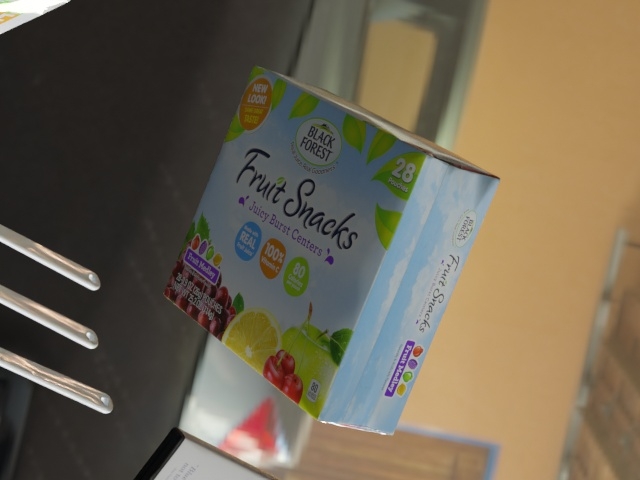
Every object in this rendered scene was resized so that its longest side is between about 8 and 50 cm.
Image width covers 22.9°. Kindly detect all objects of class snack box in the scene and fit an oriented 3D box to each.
[{"bbox_3d":[0.000,0.000,1.008,0.207,0.070,0.174,34,-76,50],"label":"snack box"}]

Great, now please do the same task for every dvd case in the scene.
[{"bbox_3d":[-0.119,0.304,1.604,0.180,0.022,0.253,-53,136,2],"label":"dvd case"}]

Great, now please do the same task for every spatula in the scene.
[{"bbox_3d":[-0.249,0.038,1.243,0.242,0.019,0.168,31,38,-46],"label":"spatula"}]

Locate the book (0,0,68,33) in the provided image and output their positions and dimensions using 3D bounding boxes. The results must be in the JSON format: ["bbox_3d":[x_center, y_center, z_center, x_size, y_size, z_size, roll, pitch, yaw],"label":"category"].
[{"bbox_3d":[-0.287,-0.194,1.289,0.096,0.144,0.035,-1,79,-47],"label":"book"}]
